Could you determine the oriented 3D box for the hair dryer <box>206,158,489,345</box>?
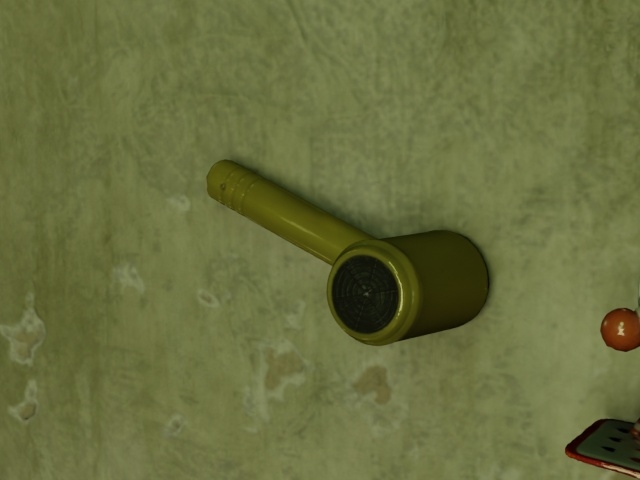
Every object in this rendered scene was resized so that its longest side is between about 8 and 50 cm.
[{"bbox_3d":[0.000,0.000,1.094,0.279,0.135,0.090,29,110,29],"label":"hair dryer"}]

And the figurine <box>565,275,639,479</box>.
[{"bbox_3d":[0.308,0.066,0.946,0.184,0.160,0.226,12,96,23],"label":"figurine"}]
